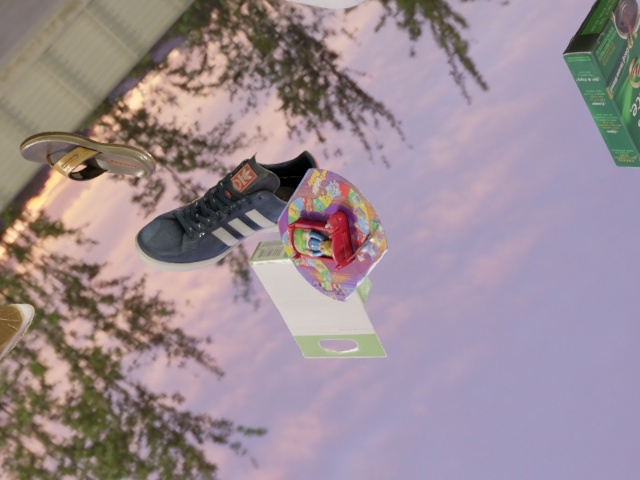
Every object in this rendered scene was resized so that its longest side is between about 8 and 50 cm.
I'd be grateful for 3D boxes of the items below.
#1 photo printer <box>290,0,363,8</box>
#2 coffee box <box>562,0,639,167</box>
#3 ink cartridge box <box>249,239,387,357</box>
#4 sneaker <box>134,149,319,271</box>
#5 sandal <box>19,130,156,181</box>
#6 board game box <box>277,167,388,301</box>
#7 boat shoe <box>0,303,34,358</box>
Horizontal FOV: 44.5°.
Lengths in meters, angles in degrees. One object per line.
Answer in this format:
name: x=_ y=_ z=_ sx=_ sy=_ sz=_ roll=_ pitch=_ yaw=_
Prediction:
photo printer: x=-0.074 y=-0.411 z=0.969 sx=0.307 sy=0.256 sz=0.107 roll=19 pitch=-108 yaw=25
coffee box: x=0.351 y=-0.185 z=0.905 sx=0.040 sy=0.184 sz=0.113 roll=10 pitch=-123 yaw=49
ink cartridge box: x=0.006 y=0.098 z=1.306 sx=0.171 sy=0.235 sz=0.056 roll=-5 pitch=-140 yaw=30
sneaker: x=-0.149 y=-0.066 z=1.320 sx=0.350 sy=0.131 sz=0.148 roll=-24 pitch=150 yaw=-28
sandal: x=-0.307 y=-0.101 z=1.023 sx=0.072 sy=0.180 sz=0.049 roll=103 pitch=-3 yaw=-67
board game box: x=0.000 y=0.000 z=0.908 sx=0.033 sy=0.133 sz=0.169 roll=-30 pitch=163 yaw=-42
boat shoe: x=-0.541 y=0.169 z=1.317 sx=0.170 sy=0.063 sz=0.059 roll=-41 pitch=176 yaw=16
